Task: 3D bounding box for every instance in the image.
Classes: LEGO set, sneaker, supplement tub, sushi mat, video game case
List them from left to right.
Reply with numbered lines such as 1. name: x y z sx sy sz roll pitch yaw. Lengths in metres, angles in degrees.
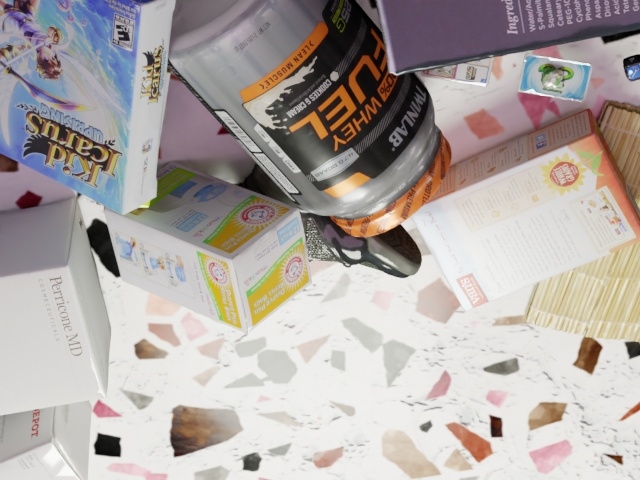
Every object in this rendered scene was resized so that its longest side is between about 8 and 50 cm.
1. video game case: -0.281 -0.187 1.894 0.269 0.061 0.244 26 127 24
2. supplement tub: -0.011 -0.161 1.939 0.193 0.193 0.316 -34 120 17
3. sneaker: 0.000 0.000 2.113 0.227 0.087 0.130 26 120 -16
4. LEGO set: 0.244 -0.246 1.999 0.244 0.060 0.182 10 125 2
5. sushi mat: 0.357 -0.016 2.165 0.151 0.019 0.316 10 122 -10

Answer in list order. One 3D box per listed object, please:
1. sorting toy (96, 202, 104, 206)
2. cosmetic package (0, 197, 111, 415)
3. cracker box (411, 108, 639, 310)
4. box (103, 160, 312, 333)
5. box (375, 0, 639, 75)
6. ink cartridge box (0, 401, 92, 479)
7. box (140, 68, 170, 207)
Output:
1. sorting toy: -0.229 -0.070 2.077 0.075 0.045 0.083 -44 114 13
2. cosmetic package: -0.437 0.095 2.103 0.365 0.155 0.197 -10 121 4
3. cracker box: 0.235 -0.033 2.105 0.232 0.067 0.156 -23 119 15
4. box: -0.123 0.006 2.026 0.114 0.203 0.103 -37 132 -34
5. box: 0.234 -0.326 1.766 0.395 0.293 0.212 -11 109 3
6. ink cartridge box: -0.390 0.257 2.209 0.219 0.160 0.092 -23 123 11
7. box: -0.205 -0.137 1.977 0.042 0.109 0.178 1 115 -24
